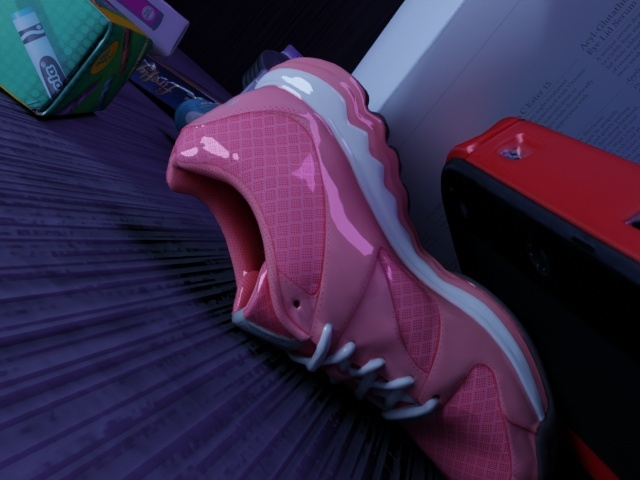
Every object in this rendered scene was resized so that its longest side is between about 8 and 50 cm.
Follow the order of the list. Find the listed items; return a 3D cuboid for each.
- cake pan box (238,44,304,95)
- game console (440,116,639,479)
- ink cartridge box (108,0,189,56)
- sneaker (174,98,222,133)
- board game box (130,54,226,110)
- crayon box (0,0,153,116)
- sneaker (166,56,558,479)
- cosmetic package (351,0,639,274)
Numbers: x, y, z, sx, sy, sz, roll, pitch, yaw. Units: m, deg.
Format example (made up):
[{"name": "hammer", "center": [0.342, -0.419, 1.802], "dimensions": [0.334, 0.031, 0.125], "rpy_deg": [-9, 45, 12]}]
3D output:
[{"name": "cake pan box", "center": [0.017, -0.089, 0.787], "dimensions": [0.267, 0.070, 0.246], "rpy_deg": [43, 18, -11]}, {"name": "game console", "center": [0.190, 0.125, 0.393], "dimensions": [0.386, 0.060, 0.342], "rpy_deg": [-125, -167, -64]}, {"name": "ink cartridge box", "center": [-0.359, -0.372, 0.939], "dimensions": [0.370, 0.069, 0.175], "rpy_deg": [32, -7, -38]}, {"name": "sneaker", "center": [-0.077, -0.111, 0.901], "dimensions": [0.110, 0.107, 0.275], "rpy_deg": [34, 3, 25]}, {"name": "board game box", "center": [-0.178, -0.203, 1.080], "dimensions": [0.165, 0.042, 0.243], "rpy_deg": [34, 6, 1]}, {"name": "crayon box", "center": [-0.262, -0.209, 0.513], "dimensions": [0.278, 0.081, 0.165], "rpy_deg": [40, 7, -10]}, {"name": "sneaker", "center": [0.015, 0.046, 0.442], "dimensions": [0.314, 0.136, 0.116], "rpy_deg": [57, -34, 4]}, {"name": "cosmetic package", "center": [0.164, -0.073, 0.562], "dimensions": [0.284, 0.377, 0.098], "rpy_deg": [25, 32, -25]}]
